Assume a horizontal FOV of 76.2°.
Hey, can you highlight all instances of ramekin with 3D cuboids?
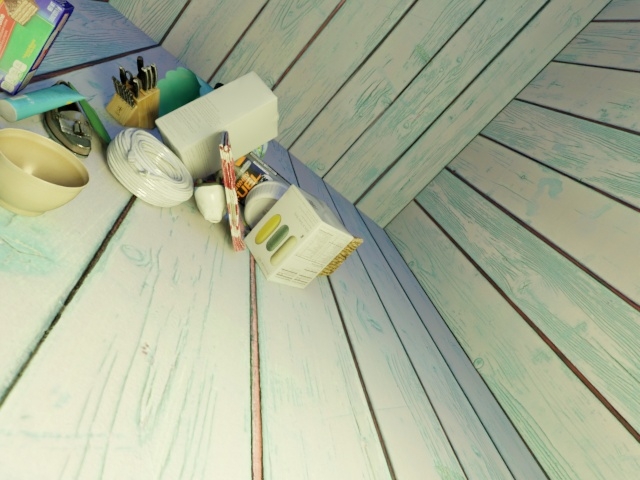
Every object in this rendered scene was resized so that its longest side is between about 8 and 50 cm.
[{"bbox_3d":[-0.183,-0.106,1.509,0.207,0.207,0.109,39,25,-18],"label":"ramekin"}]

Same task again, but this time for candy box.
[{"bbox_3d":[-0.818,-0.558,0.962,0.317,0.268,0.122,33,14,-31],"label":"candy box"}]

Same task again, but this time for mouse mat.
[{"bbox_3d":[-0.641,-0.341,1.160,0.189,0.007,0.152,55,-10,14],"label":"mouse mat"}]

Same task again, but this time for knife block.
[{"bbox_3d":[-0.611,-0.510,1.414,0.088,0.242,0.275,44,15,-1],"label":"knife block"}]

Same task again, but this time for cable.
[{"bbox_3d":[-0.482,-0.205,1.178,0.257,0.089,0.257,35,19,-52],"label":"cable"}]

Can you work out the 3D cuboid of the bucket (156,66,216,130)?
[{"bbox_3d":[-0.524,-0.525,1.646,0.281,0.281,0.183,50,15,22],"label":"bucket"}]

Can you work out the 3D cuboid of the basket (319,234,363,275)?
[{"bbox_3d":[0.000,0.000,1.639,0.213,0.223,0.299,48,16,17],"label":"basket"}]

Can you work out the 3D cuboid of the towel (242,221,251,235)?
[{"bbox_3d":[-0.272,-0.042,1.460,0.060,0.009,0.083,20,28,-55],"label":"towel"}]

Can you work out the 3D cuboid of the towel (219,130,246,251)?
[{"bbox_3d":[-0.271,-0.156,1.269,0.037,0.328,0.237,-7,26,-9],"label":"towel"}]

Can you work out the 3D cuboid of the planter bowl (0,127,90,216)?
[{"bbox_3d":[-0.543,-0.115,0.767,0.162,0.109,0.162,41,15,-13],"label":"planter bowl"}]

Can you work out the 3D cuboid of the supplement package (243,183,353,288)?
[{"bbox_3d":[-0.075,-0.007,1.378,0.198,0.262,0.199,23,25,-53],"label":"supplement package"}]

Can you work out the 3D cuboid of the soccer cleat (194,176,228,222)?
[{"bbox_3d":[-0.358,-0.133,1.341,0.116,0.143,0.331,-4,9,-9],"label":"soccer cleat"}]

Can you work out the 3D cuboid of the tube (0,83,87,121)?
[{"bbox_3d":[-0.686,-0.349,1.012,0.080,0.052,0.207,32,37,-2],"label":"tube"}]

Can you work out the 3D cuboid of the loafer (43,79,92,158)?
[{"bbox_3d":[-0.666,-0.327,1.073,0.267,0.084,0.096,50,17,25],"label":"loafer"}]

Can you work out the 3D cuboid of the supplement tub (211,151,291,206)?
[{"bbox_3d":[-0.285,-0.241,1.617,0.316,0.193,0.193,38,16,-16],"label":"supplement tub"}]

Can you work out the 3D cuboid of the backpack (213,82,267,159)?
[{"bbox_3d":[-0.392,-0.473,1.817,0.274,0.290,0.355,12,36,-30],"label":"backpack"}]

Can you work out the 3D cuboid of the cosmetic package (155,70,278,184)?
[{"bbox_3d":[-0.339,-0.387,1.412,0.156,0.385,0.217,48,-21,14],"label":"cosmetic package"}]
